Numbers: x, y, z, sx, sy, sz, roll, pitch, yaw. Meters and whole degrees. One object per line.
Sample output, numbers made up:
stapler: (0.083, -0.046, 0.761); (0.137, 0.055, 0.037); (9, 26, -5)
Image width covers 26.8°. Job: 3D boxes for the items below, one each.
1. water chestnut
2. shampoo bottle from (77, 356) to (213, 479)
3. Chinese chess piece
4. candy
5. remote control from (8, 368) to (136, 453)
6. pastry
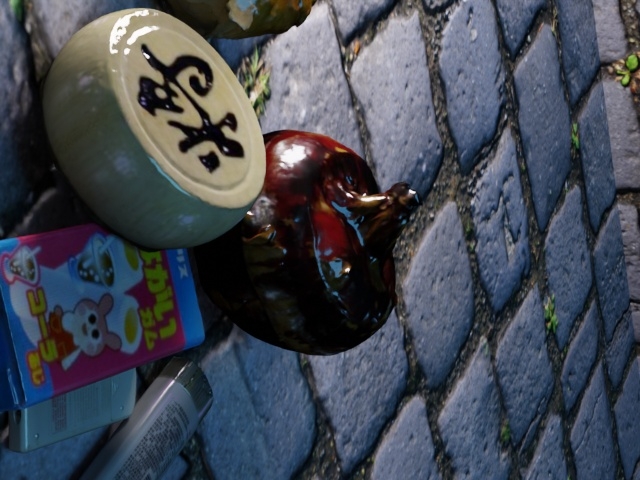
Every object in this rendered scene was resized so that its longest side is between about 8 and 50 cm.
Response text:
water chestnut: (0.000, 0.000, 1.646); (0.300, 0.300, 0.300); (-14, 106, -59)
shampoo bottle: (-0.201, 0.236, 1.536); (0.227, 0.056, 0.086); (-55, 139, -42)
Chinese chess piece: (-0.169, -0.115, 1.397); (0.257, 0.104, 0.257); (38, 37, -36)
candy: (-0.249, 0.065, 1.361); (0.306, 0.100, 0.157); (-17, 95, -58)
remote control: (-0.264, 0.166, 1.442); (0.190, 0.029, 0.087); (-13, 105, -59)
pastry: (-0.091, -0.389, 1.563); (0.330, 0.136, 0.329); (-13, 105, -58)
